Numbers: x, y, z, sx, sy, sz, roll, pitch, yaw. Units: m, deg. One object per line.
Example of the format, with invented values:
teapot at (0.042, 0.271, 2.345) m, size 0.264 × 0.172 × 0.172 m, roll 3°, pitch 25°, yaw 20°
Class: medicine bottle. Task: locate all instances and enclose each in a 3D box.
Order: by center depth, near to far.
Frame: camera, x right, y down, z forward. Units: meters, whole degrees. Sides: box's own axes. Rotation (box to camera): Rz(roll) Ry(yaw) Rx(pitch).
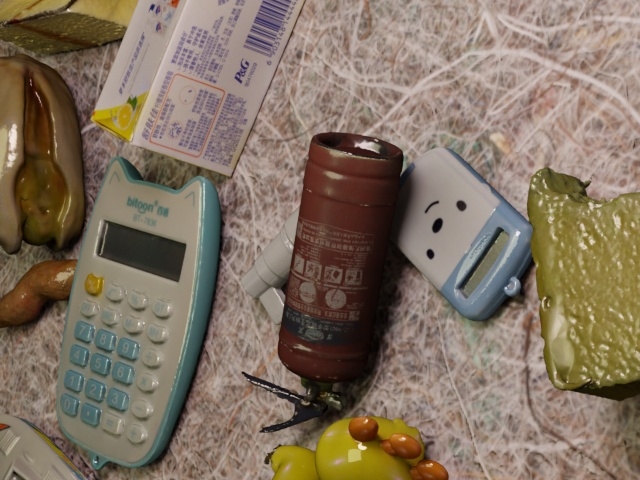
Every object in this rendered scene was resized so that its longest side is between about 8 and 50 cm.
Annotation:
medicine bottle at (0.000, 0.000, 1.838) m, size 0.220 × 0.061 × 0.092 m, roll -44°, pitch 70°, yaw 29°

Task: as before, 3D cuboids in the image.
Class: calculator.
calculator at (0.145, -0.008, 1.703) m, size 0.121 × 0.039 × 0.210 m, roll -58°, pitch 46°, yaw 19°
calculator at (-0.232, 0.099, 2.046) m, size 0.256 × 0.054 × 0.386 m, roll 15°, pitch 90°, yaw 47°

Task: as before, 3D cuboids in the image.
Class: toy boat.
toy boat at (-0.393, 0.304, 2.120) m, size 0.295 × 0.088 × 0.129 m, roll 33°, pitch 96°, yaw 49°

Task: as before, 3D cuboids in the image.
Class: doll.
doll at (0.032, 0.241, 1.681) m, size 0.221 × 0.143 × 0.135 m, roll -20°, pitch 30°, yaw 42°

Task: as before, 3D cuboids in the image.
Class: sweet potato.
sweet potato at (-0.384, 0.069, 2.209) m, size 0.218 × 0.051 × 0.065 m, roll -28°, pitch 62°, yaw 37°

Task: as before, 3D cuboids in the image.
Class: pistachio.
pistachio at (-0.408, -0.118, 2.214) m, size 0.197 × 0.166 × 0.288 m, roll 144°, pitch 125°, yaw -62°

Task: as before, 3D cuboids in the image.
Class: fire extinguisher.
fire extinguisher at (-0.004, 0.058, 1.755) m, size 0.138 × 0.102 × 0.344 m, roll 15°, pitch 107°, yaw 16°

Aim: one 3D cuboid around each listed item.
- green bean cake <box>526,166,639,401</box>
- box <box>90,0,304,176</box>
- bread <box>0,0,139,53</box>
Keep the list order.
green bean cake at (0.312, 0.015, 1.463) m, size 0.236 × 0.124 × 0.233 m, roll -21°, pitch 65°, yaw 40°
box at (-0.143, -0.228, 1.973) m, size 0.097 × 0.168 × 0.265 m, roll 31°, pitch 102°, yaw 49°
bread at (-0.350, -0.362, 2.241) m, size 0.240 × 0.135 × 0.178 m, roll -2°, pitch 77°, yaw 48°
